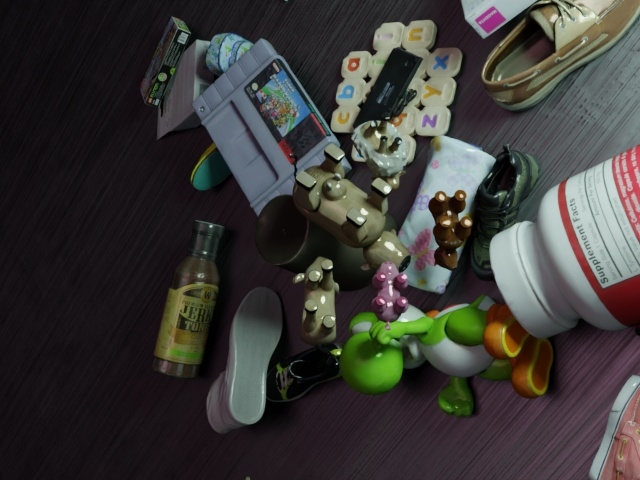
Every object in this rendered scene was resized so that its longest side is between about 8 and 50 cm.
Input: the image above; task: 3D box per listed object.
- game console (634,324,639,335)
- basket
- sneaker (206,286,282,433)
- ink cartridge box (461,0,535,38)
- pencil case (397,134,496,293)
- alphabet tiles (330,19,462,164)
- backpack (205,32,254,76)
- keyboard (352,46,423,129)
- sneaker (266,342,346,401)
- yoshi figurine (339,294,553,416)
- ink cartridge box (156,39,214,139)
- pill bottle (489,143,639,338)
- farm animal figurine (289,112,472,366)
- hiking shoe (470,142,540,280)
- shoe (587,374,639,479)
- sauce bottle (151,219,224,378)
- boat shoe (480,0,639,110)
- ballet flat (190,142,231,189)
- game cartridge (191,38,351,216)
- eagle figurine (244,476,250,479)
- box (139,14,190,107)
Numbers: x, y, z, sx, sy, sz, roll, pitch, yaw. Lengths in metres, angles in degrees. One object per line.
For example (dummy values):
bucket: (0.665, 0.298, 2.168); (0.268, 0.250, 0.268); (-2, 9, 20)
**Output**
game console: (0.520, 0.136, 1.053); (0.144, 0.124, 0.085); (-29, 62, 32)
basket: (0.000, 0.000, 1.445); (0.204, 0.227, 0.154); (-32, 62, 31)
sneaker: (-0.167, 0.247, 1.605); (0.169, 0.108, 0.292); (-40, 33, 53)
ink cartridge box: (0.320, -0.496, 1.348); (0.186, 0.065, 0.311); (-33, 37, 29)
pencil case: (0.204, -0.045, 1.358); (0.124, 0.113, 0.273); (22, 96, 20)
alphabet tiles: (0.144, -0.287, 1.524); (0.278, 0.021, 0.284); (8, 86, 40)
backpack: (-0.194, -0.413, 1.768); (0.084, 0.114, 0.104); (14, 89, 41)
keyboard: (0.137, -0.274, 1.499); (0.108, 0.023, 0.180); (39, 106, 45)
sneaker: (-0.040, 0.245, 1.508); (0.235, 0.097, 0.084); (-31, 62, 31)
yoshi figurine: (0.174, 0.193, 1.286); (0.362, 0.203, 0.203); (-3, 86, 44)
ink cartridge box: (-0.332, -0.362, 1.927); (0.232, 0.066, 0.188); (-22, 64, 58)
pill bottle: (0.452, -0.013, 1.074); (0.408, 0.229, 0.228); (-29, 63, 32)
farm animal figurine: (0.057, -0.002, 1.255); (0.330, 0.172, 0.326); (-30, 71, -16)
hiking shoe: (0.284, -0.046, 1.294); (0.086, 0.114, 0.226); (15, 90, 41)
shoe: (0.452, 0.287, 1.119); (0.081, 0.064, 0.177); (24, 101, 39)
sauce bottle: (-0.285, 0.128, 1.728); (0.111, 0.111, 0.344); (11, 89, 40)
boat shoe: (0.393, -0.343, 1.266); (0.324, 0.116, 0.123); (-47, 57, 22)
ballet flat: (-0.211, -0.211, 1.776); (0.231, 0.077, 0.077); (-46, 34, 19)
game cartridge: (-0.109, -0.225, 1.642); (0.230, 0.068, 0.355); (-41, 68, 23)
eagle figurine: (-0.054, 0.601, 1.416); (0.298, 0.225, 0.226); (27, 144, 11)
box: (-0.389, -0.446, 1.953); (0.207, 0.036, 0.114); (-61, 32, 20)
